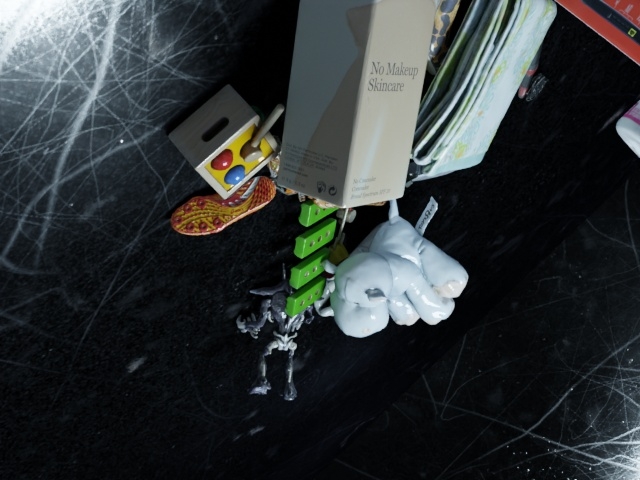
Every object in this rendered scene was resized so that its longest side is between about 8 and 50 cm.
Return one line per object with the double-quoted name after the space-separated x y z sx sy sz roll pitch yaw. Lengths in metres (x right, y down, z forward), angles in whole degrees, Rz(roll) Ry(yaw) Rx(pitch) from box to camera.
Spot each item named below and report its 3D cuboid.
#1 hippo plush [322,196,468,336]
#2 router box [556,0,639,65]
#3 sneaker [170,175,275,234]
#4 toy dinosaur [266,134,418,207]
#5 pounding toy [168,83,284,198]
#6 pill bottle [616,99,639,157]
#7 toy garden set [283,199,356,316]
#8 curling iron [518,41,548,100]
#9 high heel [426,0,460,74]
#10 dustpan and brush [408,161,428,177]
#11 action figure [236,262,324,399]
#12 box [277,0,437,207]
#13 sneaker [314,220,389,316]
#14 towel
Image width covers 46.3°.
0.144 0.082 1.477 0.236 0.234 0.294 -34 142 -49 "hippo plush"
0.526 -0.403 1.284 0.335 0.301 0.082 -12 143 -48 "router box"
-0.151 -0.048 1.178 0.175 0.064 0.067 -20 177 -20 "sneaker"
0.033 -0.126 1.261 0.218 0.165 0.322 -24 177 22 "toy dinosaur"
-0.113 -0.139 1.031 0.141 0.100 0.130 -41 156 -1 "pounding toy"
0.615 -0.226 1.148 0.283 0.160 0.160 -46 155 13 "pill bottle"
0.000 0.000 1.457 0.203 0.049 0.244 -32 140 -50 "toy garden set"
0.438 -0.370 1.533 0.068 0.035 0.274 -44 157 -5 "curling iron"
0.205 -0.362 1.128 0.186 0.093 0.261 -39 149 4 "high heel"
0.229 -0.160 1.528 0.147 0.060 0.211 -13 178 28 "dustpan and brush"
-0.091 0.183 1.562 0.164 0.141 0.276 9 89 -26 "action figure"
0.049 -0.212 0.972 0.148 0.121 0.311 -15 119 -48 "box"
0.087 0.076 1.694 0.118 0.110 0.292 -2 136 -42 "sneaker"
0.277 -0.271 1.254 0.321 0.090 0.374 -63 164 21 "towel"
